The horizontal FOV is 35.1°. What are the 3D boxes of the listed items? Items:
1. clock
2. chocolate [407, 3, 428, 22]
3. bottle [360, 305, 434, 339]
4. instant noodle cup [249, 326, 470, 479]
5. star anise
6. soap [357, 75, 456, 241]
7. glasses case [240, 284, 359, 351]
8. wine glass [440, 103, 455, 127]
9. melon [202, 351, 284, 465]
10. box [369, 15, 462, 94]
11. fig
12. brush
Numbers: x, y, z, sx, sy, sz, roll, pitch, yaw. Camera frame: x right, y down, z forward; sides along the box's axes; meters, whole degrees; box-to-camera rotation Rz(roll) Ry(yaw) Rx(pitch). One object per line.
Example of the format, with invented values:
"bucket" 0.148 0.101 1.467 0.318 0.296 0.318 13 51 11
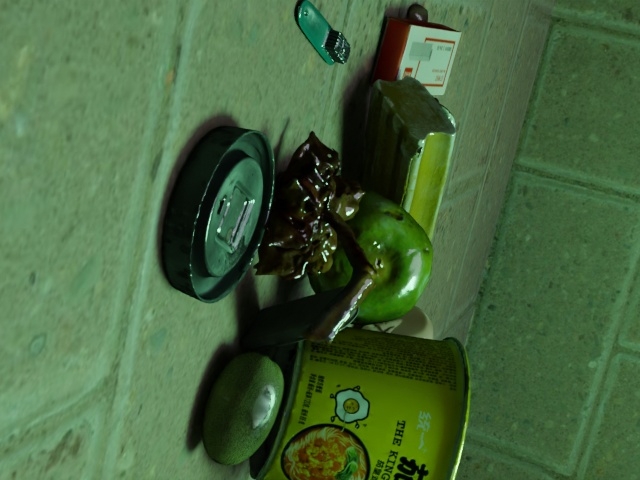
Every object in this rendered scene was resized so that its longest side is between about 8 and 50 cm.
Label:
"clock" -0.119 -0.032 1.211 0.215 0.042 0.215 17 90 -73
"chocolate" 0.170 -0.367 1.804 0.064 0.031 0.101 -34 140 -57
"bottle" 0.146 0.280 2.129 0.206 0.173 0.297 -18 132 -27
"instant noodle cup" 0.049 0.269 1.520 0.325 0.254 0.326 -163 -90 -80
"star anise" -0.010 0.000 1.354 0.346 0.148 0.237 -94 -163 -50
"soap" 0.134 -0.111 1.671 0.089 0.173 0.274 -12 137 -20
"glasses case" -0.030 0.114 1.414 0.042 0.190 0.072 55 47 -16
"wine glass" 0.180 -0.176 1.875 0.204 0.111 0.111 -53 154 -51
"melon" -0.109 0.232 1.396 0.162 0.099 0.099 -67 162 -4
"box" 0.169 -0.315 1.749 0.229 0.050 0.123 -12 122 -59
"fig" 0.067 0.018 1.604 0.275 0.206 0.206 -135 -119 -81
"brush" 0.008 -0.281 1.384 0.193 0.032 0.043 30 78 -74
